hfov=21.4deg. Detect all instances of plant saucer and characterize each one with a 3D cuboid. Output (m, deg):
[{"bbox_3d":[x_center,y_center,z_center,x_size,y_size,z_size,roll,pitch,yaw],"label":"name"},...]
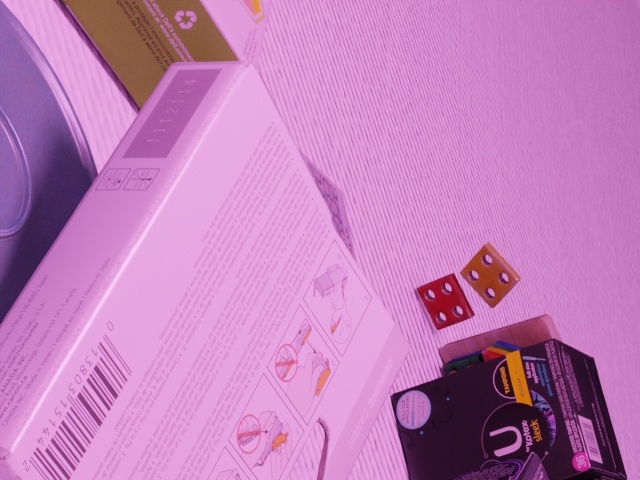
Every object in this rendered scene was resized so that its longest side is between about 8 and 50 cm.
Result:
[{"bbox_3d":[-0.209,-0.044,0.959,0.317,0.044,0.317,49,29,-39],"label":"plant saucer"}]

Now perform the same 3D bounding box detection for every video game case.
[{"bbox_3d":[0.000,0.000,1.404,0.157,0.019,0.143,41,35,-64],"label":"video game case"}]

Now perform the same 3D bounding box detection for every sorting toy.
[{"bbox_3d":[0.175,0.142,1.575,0.046,0.132,0.274,-28,95,-47],"label":"sorting toy"}]

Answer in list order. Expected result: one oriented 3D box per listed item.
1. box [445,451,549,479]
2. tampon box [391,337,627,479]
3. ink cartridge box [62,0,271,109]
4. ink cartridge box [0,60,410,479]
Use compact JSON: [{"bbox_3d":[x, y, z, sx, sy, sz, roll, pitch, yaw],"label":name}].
[{"bbox_3d":[0.127,0.321,1.245,0.270,0.165,0.143,66,22,-7],"label":"box"},{"bbox_3d":[0.163,0.171,1.466,0.101,0.161,0.120,27,45,-58],"label":"tampon box"},{"bbox_3d":[-0.078,-0.158,1.291,0.255,0.097,0.189,55,26,-30],"label":"ink cartridge box"},{"bbox_3d":[-0.072,0.087,0.995,0.296,0.066,0.261,-61,138,-34],"label":"ink cartridge box"}]
